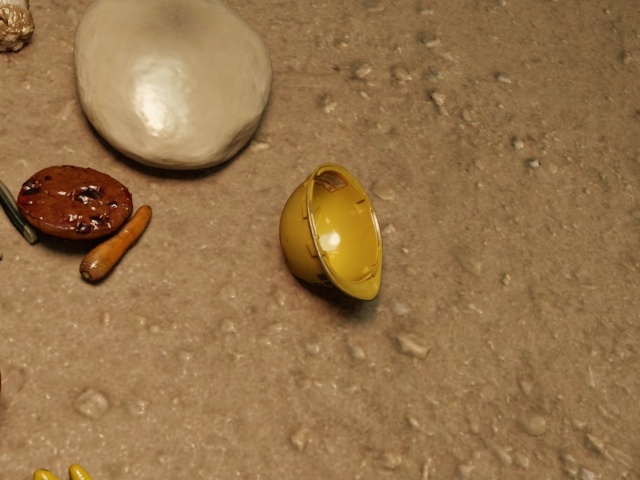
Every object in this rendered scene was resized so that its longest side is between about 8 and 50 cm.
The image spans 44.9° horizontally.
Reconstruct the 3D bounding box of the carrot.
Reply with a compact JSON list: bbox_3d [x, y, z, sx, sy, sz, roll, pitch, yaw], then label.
[{"bbox_3d":[-0.335,-0.002,1.298,0.047,0.047,0.191,31,49,3],"label":"carrot"}]

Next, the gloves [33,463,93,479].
[{"bbox_3d":[-0.291,0.413,0.986,0.294,0.116,0.133,43,45,20],"label":"gloves"}]

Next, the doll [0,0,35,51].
[{"bbox_3d":[-0.616,-0.459,1.491,0.105,0.115,0.221,-12,54,-16],"label":"doll"}]

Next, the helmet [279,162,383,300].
[{"bbox_3d":[0.000,0.000,1.360,0.205,0.140,0.256,25,53,-44],"label":"helmet"}]

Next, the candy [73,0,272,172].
[{"bbox_3d":[-0.273,-0.316,1.466,0.386,0.186,0.426,12,57,-17],"label":"candy"}]

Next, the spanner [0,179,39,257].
[{"bbox_3d":[-0.587,-0.105,1.281,0.096,0.040,0.325,-32,72,-34],"label":"spanner"}]

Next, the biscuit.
[{"bbox_3d":[-0.406,-0.067,1.286,0.192,0.049,0.192,12,31,-7],"label":"biscuit"}]
